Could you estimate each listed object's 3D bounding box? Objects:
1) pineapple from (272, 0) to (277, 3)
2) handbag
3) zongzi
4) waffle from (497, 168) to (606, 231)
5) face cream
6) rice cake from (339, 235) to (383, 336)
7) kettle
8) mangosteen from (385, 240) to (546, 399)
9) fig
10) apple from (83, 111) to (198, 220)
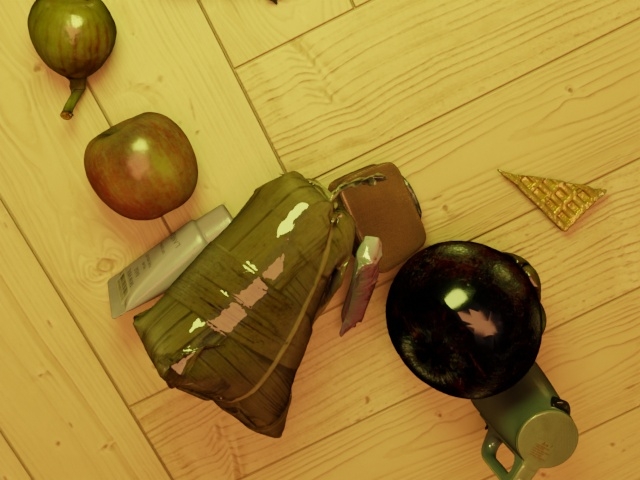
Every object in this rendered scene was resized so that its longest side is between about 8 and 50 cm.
[{"bbox_3d":[-0.173,-0.483,1.218,0.251,0.125,0.125,12,101,-12],"label":"pineapple"},{"bbox_3d":[0.112,-0.047,1.334,0.151,0.072,0.193,-27,101,-19],"label":"handbag"},{"bbox_3d":[-0.042,0.111,1.325,0.500,0.218,0.467,-48,144,-6],"label":"zongzi"},{"bbox_3d":[0.450,-0.118,1.377,0.191,0.032,0.125,43,98,-13],"label":"waffle"},{"bbox_3d":[-0.275,0.039,1.321,0.274,0.154,0.096,-32,124,-4],"label":"face cream"},{"bbox_3d":[0.073,0.092,1.294,0.051,0.290,0.081,21,59,8],"label":"rice cake"},{"bbox_3d":[0.379,0.351,1.371,0.160,0.243,0.210,33,100,-10],"label":"kettle"},{"bbox_3d":[0.271,0.130,1.311,0.300,0.300,0.300,-1,103,-4],"label":"mangosteen"},{"bbox_3d":[-0.420,-0.337,1.230,0.142,0.148,0.186,-20,142,-13],"label":"fig"},{"bbox_3d":[-0.311,-0.127,1.246,0.188,0.188,0.173,-28,109,3],"label":"apple"}]
